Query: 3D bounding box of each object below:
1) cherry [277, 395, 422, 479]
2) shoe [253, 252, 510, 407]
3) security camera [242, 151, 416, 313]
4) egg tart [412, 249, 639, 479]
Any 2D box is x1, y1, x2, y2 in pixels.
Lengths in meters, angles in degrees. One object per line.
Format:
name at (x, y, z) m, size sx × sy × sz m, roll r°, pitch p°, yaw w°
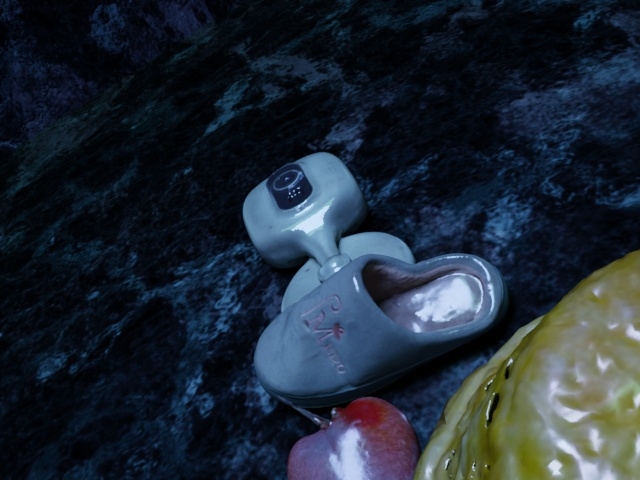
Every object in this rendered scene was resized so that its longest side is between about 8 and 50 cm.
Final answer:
cherry at (0.027, 0.182, 0.600) m, size 0.106 × 0.087 × 0.126 m, roll -18°, pitch 53°, yaw 18°
shoe at (0.045, 0.069, 0.709) m, size 0.251 × 0.100 × 0.103 m, roll -21°, pitch 51°, yaw 9°
security camera at (0.000, 0.000, 0.882) m, size 0.157 × 0.080 × 0.301 m, roll -31°, pitch 35°, yaw 1°
egg tart at (0.232, 0.132, 0.407) m, size 0.443 × 0.178 × 0.443 m, roll -20°, pitch 34°, yaw 14°
